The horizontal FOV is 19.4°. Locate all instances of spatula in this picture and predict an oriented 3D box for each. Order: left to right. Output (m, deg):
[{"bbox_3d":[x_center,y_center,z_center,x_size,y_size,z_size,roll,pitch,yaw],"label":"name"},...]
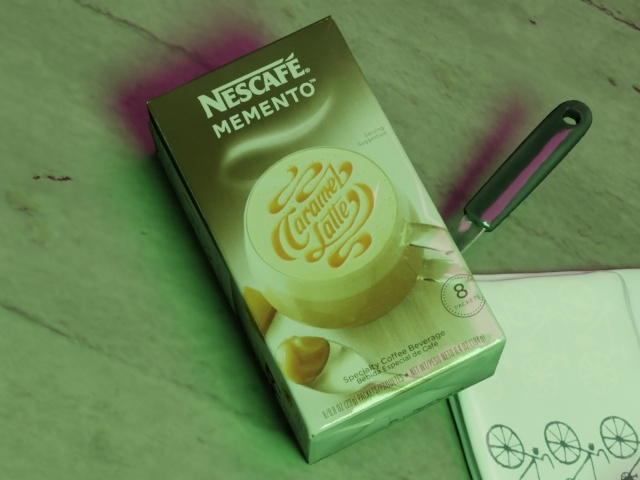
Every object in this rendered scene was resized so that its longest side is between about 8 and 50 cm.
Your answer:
[{"bbox_3d":[0.094,-0.002,1.299,0.084,0.030,0.296,39,64,13],"label":"spatula"}]

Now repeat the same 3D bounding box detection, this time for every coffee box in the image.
[{"bbox_3d":[0.000,0.000,1.218,0.141,0.098,0.246,-26,74,-8],"label":"coffee box"}]

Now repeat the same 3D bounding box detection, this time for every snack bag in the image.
[{"bbox_3d":[0.253,0.160,1.333,0.343,0.037,0.323,-2,62,-30],"label":"snack bag"}]
